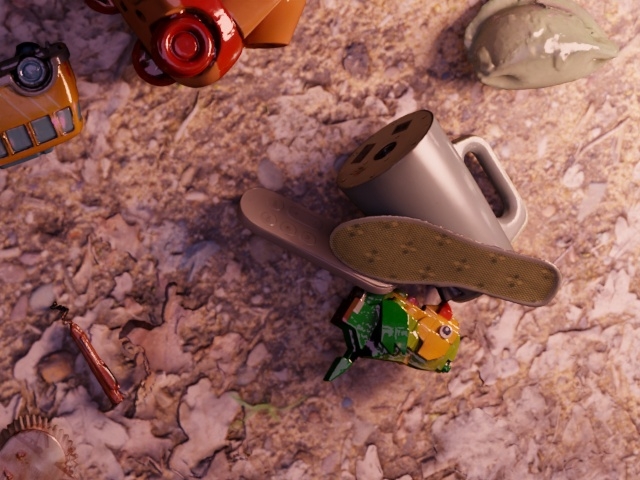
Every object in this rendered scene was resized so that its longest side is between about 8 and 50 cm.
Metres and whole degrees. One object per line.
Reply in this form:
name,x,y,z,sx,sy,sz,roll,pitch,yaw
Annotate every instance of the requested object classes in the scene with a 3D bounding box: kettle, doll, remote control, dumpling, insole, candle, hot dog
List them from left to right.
hot dog,-0.436,0.359,1.924,0.144,0.075,0.268,44,85,-18
candle,-0.316,0.152,1.944,0.026,0.021,0.167,-26,103,15
remote control,0.000,0.000,1.944,0.245,0.077,0.022,27,136,-2
doll,0.101,0.133,1.972,0.186,0.106,0.134,4,82,-12
kettle,0.170,-0.056,1.960,0.243,0.160,0.210,50,59,-20
insole,0.167,0.029,1.901,0.322,0.007,0.109,15,123,-8
dumpling,0.302,-0.283,1.956,0.217,0.105,0.149,-4,99,-10

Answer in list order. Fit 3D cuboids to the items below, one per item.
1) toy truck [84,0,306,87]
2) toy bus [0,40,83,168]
toy truck,-0.159,-0.328,1.830,0.239,0.189,0.265,-40,102,-14
toy bus,-0.407,-0.166,1.834,0.209,0.126,0.136,-21,110,-7
